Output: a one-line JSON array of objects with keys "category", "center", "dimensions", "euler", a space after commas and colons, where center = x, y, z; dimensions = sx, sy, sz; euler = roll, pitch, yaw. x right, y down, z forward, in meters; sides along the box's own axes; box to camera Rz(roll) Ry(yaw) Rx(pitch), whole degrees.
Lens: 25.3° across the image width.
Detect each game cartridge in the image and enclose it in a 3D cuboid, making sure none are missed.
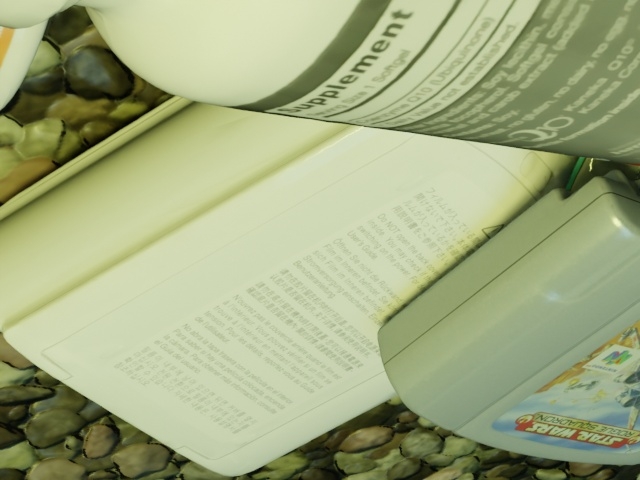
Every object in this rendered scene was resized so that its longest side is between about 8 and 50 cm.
[{"category": "game cartridge", "center": [0.187, 0.061, 0.829], "dimensions": [0.297, 0.062, 0.198], "euler": [15, 132, -39]}]

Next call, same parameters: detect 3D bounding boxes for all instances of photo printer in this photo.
[{"category": "photo printer", "center": [0.000, 0.000, 0.818], "dimensions": [0.307, 0.107, 0.256], "euler": [-30, 140, 16]}]

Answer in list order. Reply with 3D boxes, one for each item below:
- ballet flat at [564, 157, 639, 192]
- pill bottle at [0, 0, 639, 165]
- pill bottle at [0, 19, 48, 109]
[{"category": "ballet flat", "center": [0.205, -0.079, 0.753], "dimensions": [0.213, 0.068, 0.072], "euler": [-57, 143, 2]}, {"category": "pill bottle", "center": [0.030, -0.147, 0.540], "dimensions": [0.362, 0.210, 0.210], "euler": [5, 138, -33]}, {"category": "pill bottle", "center": [-0.223, -0.127, 0.571], "dimensions": [0.216, 0.121, 0.121], "euler": [11, 135, -31]}]
